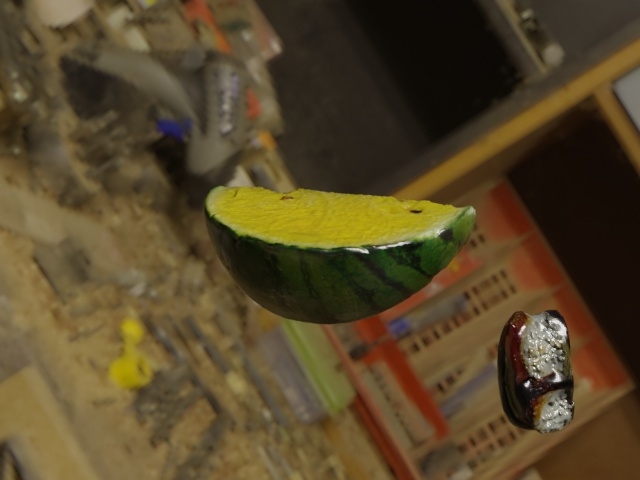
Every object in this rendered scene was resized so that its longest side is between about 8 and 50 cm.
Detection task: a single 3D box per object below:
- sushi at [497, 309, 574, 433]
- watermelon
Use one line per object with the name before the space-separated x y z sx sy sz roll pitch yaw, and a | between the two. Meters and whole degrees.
sushi | 0.137 0.087 0.993 0.044 0.046 0.083 -156 -122 -72
watermelon | -0.004 -0.001 0.956 0.075 0.181 0.092 54 48 -62
